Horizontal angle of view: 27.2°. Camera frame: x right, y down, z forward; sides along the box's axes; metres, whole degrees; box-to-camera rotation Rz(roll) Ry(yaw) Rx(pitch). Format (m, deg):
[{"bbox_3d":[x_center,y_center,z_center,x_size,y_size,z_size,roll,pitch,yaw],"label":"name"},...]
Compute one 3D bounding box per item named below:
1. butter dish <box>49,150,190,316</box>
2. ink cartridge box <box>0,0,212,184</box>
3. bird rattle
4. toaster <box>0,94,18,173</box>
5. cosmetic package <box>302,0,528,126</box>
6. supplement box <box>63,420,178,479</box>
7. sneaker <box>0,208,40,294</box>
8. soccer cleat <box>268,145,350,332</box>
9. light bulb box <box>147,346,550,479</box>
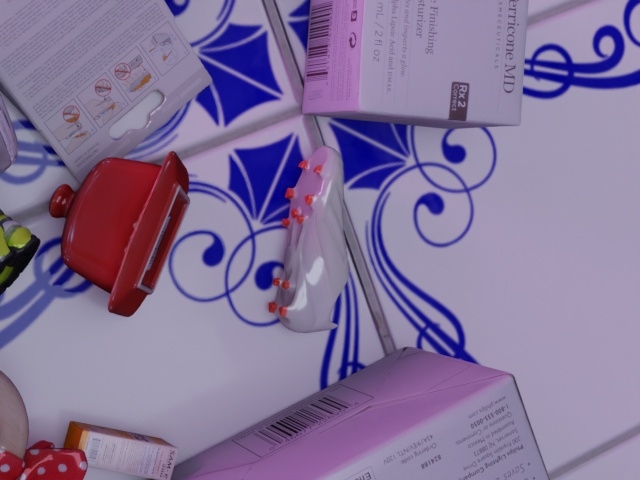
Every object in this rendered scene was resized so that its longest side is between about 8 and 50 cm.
[{"bbox_3d":[-0.202,-0.019,1.264,0.118,0.160,0.160,22,84,2],"label":"butter dish"},{"bbox_3d":[-0.234,-0.192,1.288,0.181,0.056,0.224,-43,126,-15],"label":"ink cartridge box"},{"bbox_3d":[-0.334,0.198,1.183,0.254,0.143,0.206,-2,117,-16],"label":"bird rattle"},{"bbox_3d":[-0.371,-0.112,1.161,0.146,0.227,0.129,-36,149,-20],"label":"toaster"},{"bbox_3d":[0.095,-0.195,1.354,0.184,0.151,0.151,2,93,-22],"label":"cosmetic package"},{"bbox_3d":[-0.198,0.207,1.306,0.098,0.062,0.036,15,86,-23],"label":"supplement box"},{"bbox_3d":[-0.405,0.053,1.203,0.300,0.111,0.121,-37,80,-11],"label":"sneaker"},{"bbox_3d":[0.000,0.000,1.377,0.076,0.068,0.196,9,97,-27],"label":"soccer cleat"},{"bbox_3d":[0.055,0.351,1.328,0.358,0.225,0.361,-25,102,-20],"label":"light bulb box"}]
